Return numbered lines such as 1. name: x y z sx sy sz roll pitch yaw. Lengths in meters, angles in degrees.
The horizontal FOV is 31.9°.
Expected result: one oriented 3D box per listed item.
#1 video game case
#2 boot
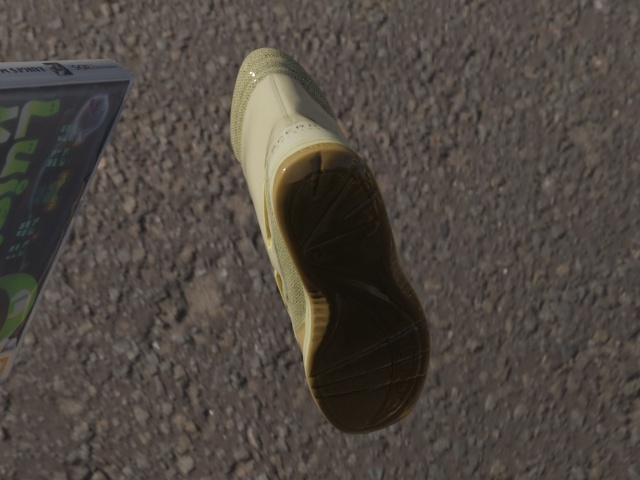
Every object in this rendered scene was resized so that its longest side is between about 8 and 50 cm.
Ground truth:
1. video game case: -0.171 0.008 0.496 0.022 0.173 0.190 34 112 16
2. boot: 0.000 0.000 0.856 0.095 0.262 0.203 -20 35 -4
